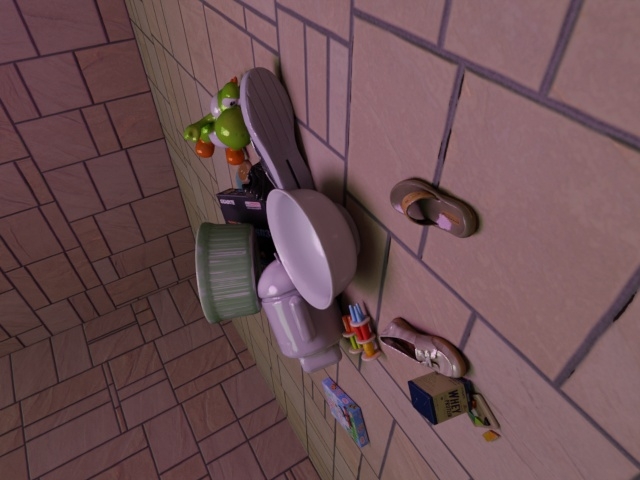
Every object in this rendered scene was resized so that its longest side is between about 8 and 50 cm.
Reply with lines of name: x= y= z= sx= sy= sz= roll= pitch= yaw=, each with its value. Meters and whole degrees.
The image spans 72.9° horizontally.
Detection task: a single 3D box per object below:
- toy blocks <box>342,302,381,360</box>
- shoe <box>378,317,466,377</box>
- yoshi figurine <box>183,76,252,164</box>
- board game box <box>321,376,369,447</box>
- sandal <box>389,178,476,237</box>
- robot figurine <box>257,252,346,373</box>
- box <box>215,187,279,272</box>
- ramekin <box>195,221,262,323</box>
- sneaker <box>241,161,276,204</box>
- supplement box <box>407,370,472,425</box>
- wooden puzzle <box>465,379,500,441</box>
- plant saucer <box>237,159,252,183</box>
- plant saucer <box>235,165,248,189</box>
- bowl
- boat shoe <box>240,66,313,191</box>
toy blocks: x=0.093 y=0.226 z=1.124 sx=0.123 sy=0.054 sz=0.148 roll=6 pitch=118 yaw=65
shoe: x=0.198 y=0.222 z=0.871 sx=0.219 sy=0.058 sz=0.076 roll=21 pitch=131 yaw=61
yoshi figurine: x=-0.275 y=-0.314 z=1.276 sx=0.203 sy=0.204 sz=0.362 roll=51 pitch=156 yaw=-3
board game box: x=0.086 y=0.607 z=1.543 sx=0.211 sy=0.039 sz=0.160 roll=26 pitch=135 yaw=60
sandal: x=0.165 y=-0.049 z=0.690 sx=0.180 sy=0.049 sz=0.072 roll=37 pitch=144 yaw=51
robot figurine: x=-0.053 y=0.188 z=1.224 sx=0.300 sy=0.200 sz=0.353 roll=-161 pitch=49 yaw=-83
box: x=-0.207 y=-0.026 z=1.444 sx=0.296 sy=0.073 sz=0.293 roll=10 pitch=125 yaw=47
ramekin: x=-0.261 y=0.089 z=1.295 sx=0.303 sy=0.148 sz=0.303 roll=174 pitch=90 yaw=-87
sneaker: x=-0.145 y=-0.114 z=1.236 sx=0.087 sy=0.130 sz=0.227 roll=12 pitch=125 yaw=66
supplement box: x=0.226 y=0.295 z=0.827 sx=0.083 sy=0.083 sz=0.056 roll=-167 pitch=63 yaw=-73
wooden puzzle: x=0.294 y=0.322 z=0.813 sx=0.116 sy=0.014 sz=0.078 roll=59 pitch=157 yaw=19
plant saucer: x=-0.260 y=-0.234 z=1.481 sx=0.084 sy=0.015 sz=0.083 roll=8 pitch=102 yaw=44
plant saucer: x=-0.267 y=-0.185 z=1.565 sx=0.195 sy=0.038 sz=0.194 roll=50 pitch=154 yaw=36
bowl: x=0.000 y=0.000 z=1.005 sx=0.298 sy=0.134 sz=0.297 roll=49 pitch=151 yaw=38
boat shoe: x=-0.124 y=-0.243 z=1.061 sx=0.119 sy=0.121 sz=0.334 roll=18 pitch=130 yaw=57
